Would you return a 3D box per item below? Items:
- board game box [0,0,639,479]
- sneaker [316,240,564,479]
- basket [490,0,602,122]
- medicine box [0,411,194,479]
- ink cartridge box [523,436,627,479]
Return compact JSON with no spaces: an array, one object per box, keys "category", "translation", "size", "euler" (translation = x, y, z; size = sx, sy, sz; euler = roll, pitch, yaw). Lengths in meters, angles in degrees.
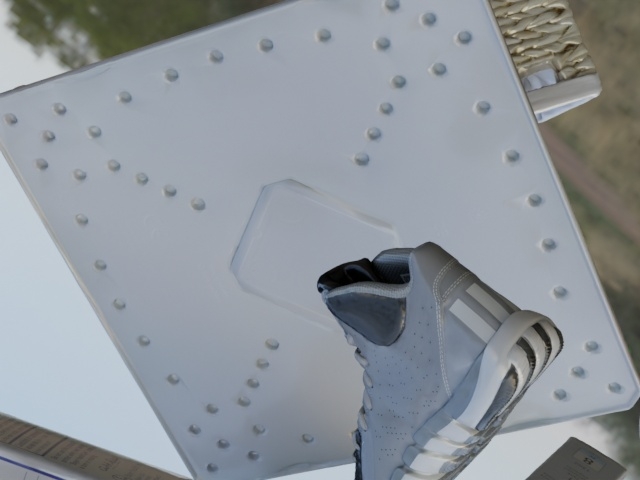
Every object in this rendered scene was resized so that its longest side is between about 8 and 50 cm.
[{"category":"board game box","translation":[0.000,0.000,1.189],"size":[0.390,0.389,0.050],"euler":[64,-155,-27]},{"category":"sneaker","translation":[0.043,0.077,0.918],"size":[0.132,0.229,0.086],"euler":[44,-132,12]},{"category":"basket","translation":[0.139,-0.139,1.283],"size":[0.167,0.113,0.103],"euler":[154,98,-77]},{"category":"medicine box","translation":[-0.261,0.310,1.397],"size":[0.289,0.264,0.149],"euler":[20,-179,2]},{"category":"ink cartridge box","translation":[0.198,0.415,1.782],"size":[0.091,0.308,0.385],"euler":[31,-158,17]}]
